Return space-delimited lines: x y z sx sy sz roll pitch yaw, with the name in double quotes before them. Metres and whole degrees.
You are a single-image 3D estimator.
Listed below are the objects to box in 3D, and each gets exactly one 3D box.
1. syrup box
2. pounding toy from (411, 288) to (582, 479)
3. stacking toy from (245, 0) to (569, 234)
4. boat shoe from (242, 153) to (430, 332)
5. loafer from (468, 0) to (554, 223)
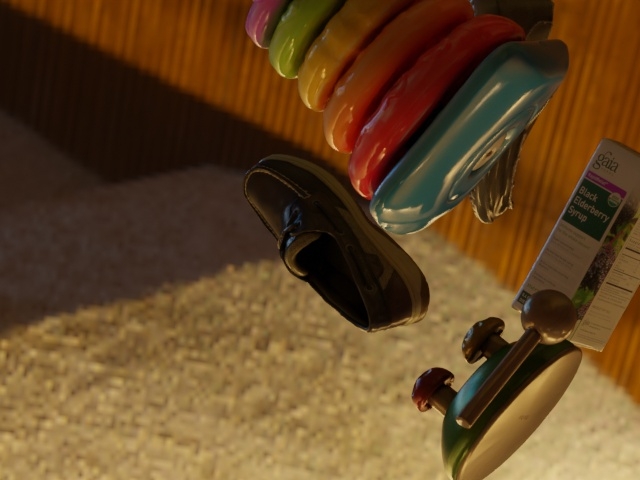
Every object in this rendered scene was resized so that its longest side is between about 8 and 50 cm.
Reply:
"syrup box" 0.339 0.005 2.204 0.096 0.237 0.093 17 -166 -48
"pounding toy" 0.160 0.133 1.808 0.110 0.237 0.183 41 -108 20
"stacking toy" 0.012 -0.161 1.308 0.302 0.165 0.175 43 -161 10
"boat shoe" 0.000 0.001 1.607 0.073 0.080 0.223 -19 -130 -41
"loafer" 0.168 -0.117 1.629 0.087 0.251 0.094 -8 -134 -7
